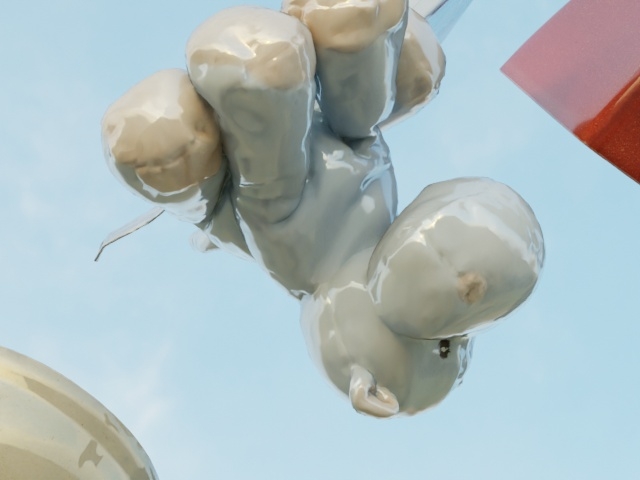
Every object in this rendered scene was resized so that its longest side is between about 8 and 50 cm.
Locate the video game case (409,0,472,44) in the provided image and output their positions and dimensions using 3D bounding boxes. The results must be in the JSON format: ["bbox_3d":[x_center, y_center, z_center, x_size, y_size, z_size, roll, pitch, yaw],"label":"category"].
[{"bbox_3d":[0.056,-0.139,1.376,0.025,0.204,0.285,42,-37,3],"label":"video game case"}]

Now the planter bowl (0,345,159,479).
[{"bbox_3d":[-0.167,0.137,0.783,0.162,0.109,0.162,14,-43,14],"label":"planter bowl"}]

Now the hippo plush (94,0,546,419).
[{"bbox_3d":[0.000,0.000,1.071,0.294,0.237,0.234,-45,-22,26],"label":"hippo plush"}]

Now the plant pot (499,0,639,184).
[{"bbox_3d":[0.354,-0.139,1.469,0.267,0.267,0.236,33,-80,-18],"label":"plant pot"}]
